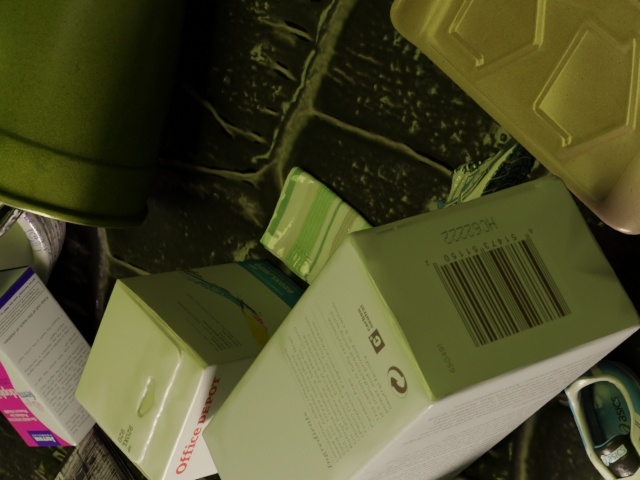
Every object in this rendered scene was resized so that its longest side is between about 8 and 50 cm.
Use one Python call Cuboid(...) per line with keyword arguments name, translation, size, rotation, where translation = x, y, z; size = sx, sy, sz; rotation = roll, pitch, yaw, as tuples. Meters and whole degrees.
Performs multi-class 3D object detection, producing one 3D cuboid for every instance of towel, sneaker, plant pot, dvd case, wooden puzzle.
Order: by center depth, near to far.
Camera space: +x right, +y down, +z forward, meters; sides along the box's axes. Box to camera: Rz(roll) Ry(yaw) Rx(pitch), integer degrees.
Cuboid(name="wooden puzzle", translation=(0.262, -0.231, 1.327), size=(0.348, 0.080, 0.322), rotation=(45, 124, 25))
Cuboid(name="sneaker", translation=(0.300, 0.219, 1.338), size=(0.085, 0.086, 0.237), rotation=(-43, 68, 36))
Cuboid(name="sneaker", translation=(0.159, -0.062, 1.458), size=(0.135, 0.052, 0.058), rotation=(-53, 56, 33))
Cuboid(name="towel", translation=(0.000, 0.000, 1.633), size=(0.152, 0.023, 0.113), rotation=(40, 121, 32))
Cuboid(name="plant pot", translation=(-0.311, -0.250, 1.707), size=(0.366, 0.366, 0.353), rotation=(33, 104, 36))
Cuboid(name="dvd case", translation=(-0.289, 0.377, 1.957), size=(0.221, 0.018, 0.164), rotation=(51, 125, 27))

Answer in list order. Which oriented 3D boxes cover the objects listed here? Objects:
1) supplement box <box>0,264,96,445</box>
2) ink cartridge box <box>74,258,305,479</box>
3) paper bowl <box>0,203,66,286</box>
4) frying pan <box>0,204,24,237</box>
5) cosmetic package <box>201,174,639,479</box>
Cuboid(name="supplement box", translation=(-0.379, 0.154, 1.884), size=(0.111, 0.114, 0.220), rotation=(-9, 124, 44))
Cuboid(name="ink cartridge box", translation=(-0.120, 0.142, 1.620), size=(0.168, 0.232, 0.171), rotation=(40, 120, 32))
Cuboid(name="paper bowl", translation=(-0.484, -0.037, 1.943), size=(0.284, 0.284, 0.148), rotation=(-45, 22, 37))
Cuboid(name="frying pan", translation=(-0.460, 0.064, 1.796), size=(0.326, 0.053, 0.197), rotation=(-28, 59, 37))
Cuboid(name="cosmetic package", translation=(0.072, 0.136, 1.355), size=(0.161, 0.230, 0.453), rotation=(63, 149, 18))
